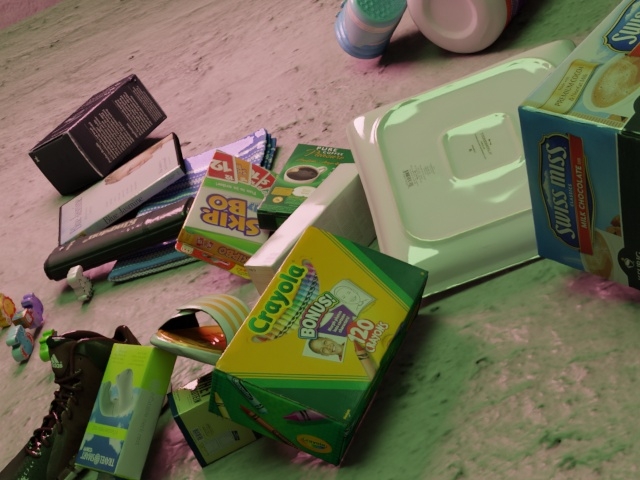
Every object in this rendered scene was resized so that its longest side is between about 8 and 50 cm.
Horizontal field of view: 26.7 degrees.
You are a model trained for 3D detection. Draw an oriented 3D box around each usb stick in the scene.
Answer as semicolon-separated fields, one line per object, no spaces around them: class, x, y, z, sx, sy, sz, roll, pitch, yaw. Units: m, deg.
usb stick;-0.312;-0.002;2.130;0.278;0.045;0.077;-20;30;20

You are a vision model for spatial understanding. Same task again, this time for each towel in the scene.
towel;-0.205;-0.063;2.207;0.243;0.040;0.336;-17;29;18

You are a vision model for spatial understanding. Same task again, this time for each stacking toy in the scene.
stacking toy;-0.450;0.136;2.062;0.167;0.052;0.221;-18;30;18

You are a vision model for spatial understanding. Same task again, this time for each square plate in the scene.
square plate;0.218;-0.108;1.784;0.344;0.049;0.347;-19;48;7

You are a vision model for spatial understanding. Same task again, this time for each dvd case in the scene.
dvd case;-0.347;-0.086;2.341;0.253;0.022;0.180;-33;26;5

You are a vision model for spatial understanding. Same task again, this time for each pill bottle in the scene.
pill bottle;0.294;-0.476;2.346;0.181;0.181;0.323;-1;36;39

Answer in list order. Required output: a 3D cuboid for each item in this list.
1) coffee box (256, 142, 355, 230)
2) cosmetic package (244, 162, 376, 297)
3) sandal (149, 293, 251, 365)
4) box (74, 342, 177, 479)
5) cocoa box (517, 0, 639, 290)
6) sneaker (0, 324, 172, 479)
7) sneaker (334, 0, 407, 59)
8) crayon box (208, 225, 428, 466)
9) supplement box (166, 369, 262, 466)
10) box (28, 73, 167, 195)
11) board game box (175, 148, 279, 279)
coffee box;-0.012;-0.078;2.036;0.113;0.040;0.184;6;39;18
cosmetic package;0.000;0.000;1.859;0.060;0.099;0.239;0;36;44
sandal;-0.123;0.101;1.662;0.102;0.076;0.265;17;5;19
box;-0.238;0.216;1.633;0.109;0.042;0.178;-3;67;54
cocoa box;0.418;-0.132;1.546;0.228;0.231;0.347;21;51;35
sneaker;-0.334;0.207;1.708;0.281;0.163;0.106;-39;30;-24
sneaker;0.118;-0.464;2.438;0.319;0.127;0.208;-58;0;-27
crayon box;0.002;0.116;1.591;0.165;0.081;0.278;21;44;11
supplement box;-0.127;0.209;1.615;0.083;0.083;0.056;-26;29;-3
box;-0.413;-0.196;2.505;0.153;0.108;0.207;-17;26;49
board game box;-0.132;-0.042;2.035;0.124;0.039;0.259;22;36;-5
